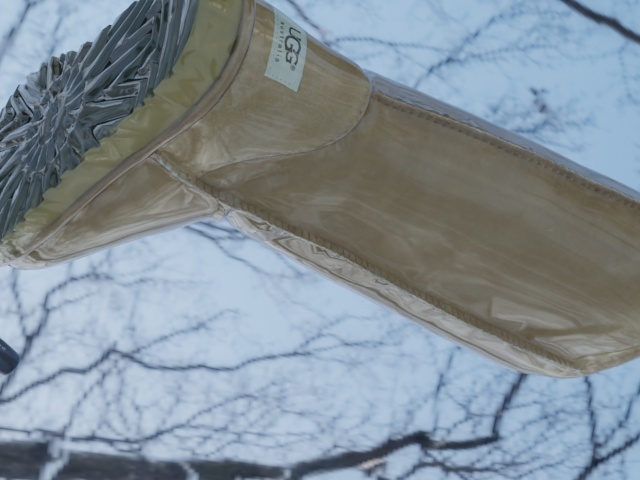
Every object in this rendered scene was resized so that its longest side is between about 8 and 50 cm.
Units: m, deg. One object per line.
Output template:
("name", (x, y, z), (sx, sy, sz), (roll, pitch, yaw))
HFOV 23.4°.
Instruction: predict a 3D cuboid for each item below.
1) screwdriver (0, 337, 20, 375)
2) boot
("screwdriver", (-0.279, 0.043, 1.070), (0.024, 0.170, 0.025), (-10, -131, 58))
("boot", (0.000, 0.000, 0.693), (0.236, 0.269, 0.089), (-23, -131, 50))
